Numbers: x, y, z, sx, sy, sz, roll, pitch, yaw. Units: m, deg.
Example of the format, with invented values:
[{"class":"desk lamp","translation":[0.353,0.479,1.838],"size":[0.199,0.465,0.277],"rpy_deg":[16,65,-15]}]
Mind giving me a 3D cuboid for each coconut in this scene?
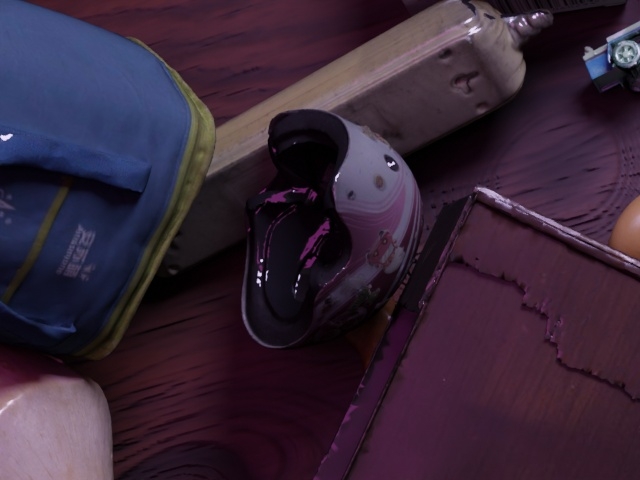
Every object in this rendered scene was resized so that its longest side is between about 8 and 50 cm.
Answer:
[{"class":"coconut","translation":[-0.265,0.189,1.180],"size":[0.236,0.197,0.237],"rpy_deg":[-6,70,18]}]

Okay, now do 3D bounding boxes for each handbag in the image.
[{"class":"handbag","translation":[-0.244,-0.048,1.115],"size":[0.222,0.241,0.263],"rpy_deg":[44,114,45]}]

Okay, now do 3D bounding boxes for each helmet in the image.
[{"class":"helmet","translation":[0.015,-0.005,1.126],"size":[0.153,0.107,0.177],"rpy_deg":[48,128,54]}]

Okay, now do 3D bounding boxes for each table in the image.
[{"class":"table","translation":[0.118,0.136,1.019],"size":[0.196,0.250,0.282],"rpy_deg":[26,87,-1]}]

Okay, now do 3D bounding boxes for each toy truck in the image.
[{"class":"toy truck","translation":[0.280,-0.179,1.164],"size":[0.175,0.067,0.081],"rpy_deg":[-27,65,14]}]

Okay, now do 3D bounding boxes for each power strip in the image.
[{"class":"power strip","translation":[0.006,-0.088,1.193],"size":[0.387,0.092,0.066],"rpy_deg":[-27,42,17]}]

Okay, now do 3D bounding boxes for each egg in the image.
[{"class":"egg","translation":[0.259,-0.001,1.118],"size":[0.096,0.080,0.080],"rpy_deg":[-36,70,15]}]

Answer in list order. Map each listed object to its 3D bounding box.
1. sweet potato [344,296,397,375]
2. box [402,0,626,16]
[{"class":"sweet potato","translation":[0.045,0.073,1.182],"size":[0.065,0.051,0.218],"rpy_deg":[-30,69,33]},{"class":"box","translation":[0.135,-0.347,1.202],"size":[0.173,0.145,0.333],"rpy_deg":[-8,76,14]}]
